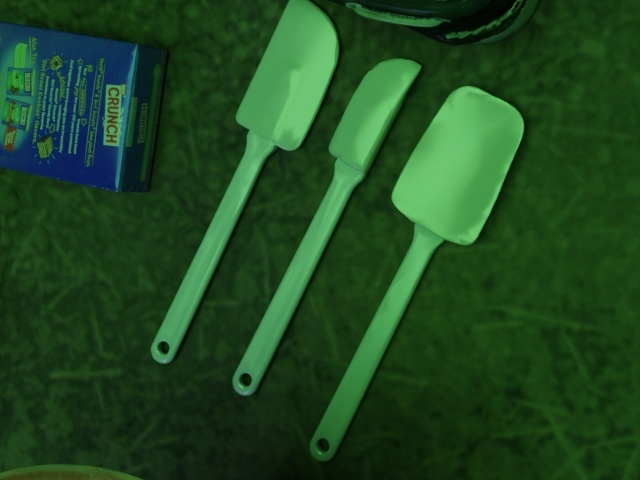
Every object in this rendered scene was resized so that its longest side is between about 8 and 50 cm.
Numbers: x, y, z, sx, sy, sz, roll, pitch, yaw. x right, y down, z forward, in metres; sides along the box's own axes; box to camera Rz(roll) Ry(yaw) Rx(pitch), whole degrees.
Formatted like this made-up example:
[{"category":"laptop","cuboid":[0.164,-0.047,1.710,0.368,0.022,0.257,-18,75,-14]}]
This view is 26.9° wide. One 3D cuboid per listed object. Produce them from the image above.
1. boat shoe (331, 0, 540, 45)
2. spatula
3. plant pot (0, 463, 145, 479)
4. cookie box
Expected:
[{"category":"boat shoe","cuboid":[-0.020,-0.198,0.732,0.302,0.091,0.114,23,102,19]},{"category":"spatula","cuboid":[0.000,0.000,0.779,0.168,0.019,0.242,30,104,17]},{"category":"plant pot","cuboid":[-0.051,0.243,0.670,0.272,0.265,0.272,-3,82,27]},{"category":"cookie box","cuboid":[-0.154,-0.082,0.825,0.107,0.040,0.092,13,98,22]}]
